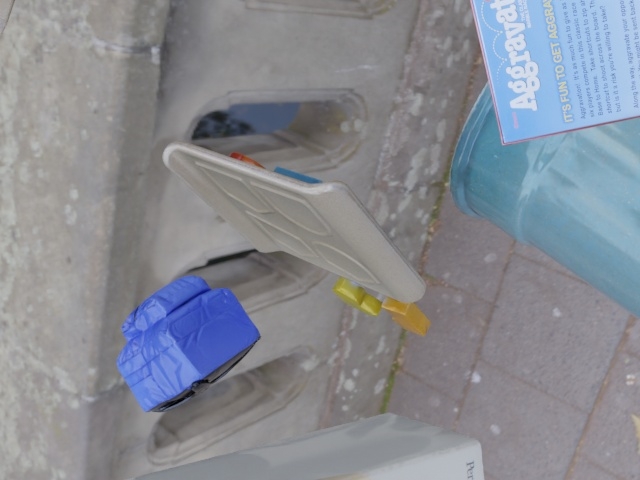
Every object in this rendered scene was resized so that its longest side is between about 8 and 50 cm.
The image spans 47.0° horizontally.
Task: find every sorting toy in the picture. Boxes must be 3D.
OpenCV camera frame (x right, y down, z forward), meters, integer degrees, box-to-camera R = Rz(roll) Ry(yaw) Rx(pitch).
[{"bbox_3d":[0.000,0.000,0.776,0.229,0.307,0.041,17,70,39],"label":"sorting toy"}]

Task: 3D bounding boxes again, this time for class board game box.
[{"bbox_3d":[0.141,-0.198,0.396,0.145,0.027,0.281,-10,115,20],"label":"board game box"}]

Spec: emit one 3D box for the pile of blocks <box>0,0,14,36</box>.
[{"bbox_3d":[-0.422,-0.167,0.606,0.148,0.363,0.112,85,178,-47],"label":"pile of blocks"}]

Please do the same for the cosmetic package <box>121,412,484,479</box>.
[{"bbox_3d":[-0.039,0.227,0.480,0.113,0.310,0.160,-2,93,59],"label":"cosmetic package"}]

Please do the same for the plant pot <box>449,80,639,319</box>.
[{"bbox_3d":[0.373,-0.060,0.761,0.334,0.341,0.341,46,125,31],"label":"plant pot"}]

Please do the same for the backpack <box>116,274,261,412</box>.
[{"bbox_3d":[-0.131,0.097,0.685,0.120,0.098,0.101,-42,78,42],"label":"backpack"}]
